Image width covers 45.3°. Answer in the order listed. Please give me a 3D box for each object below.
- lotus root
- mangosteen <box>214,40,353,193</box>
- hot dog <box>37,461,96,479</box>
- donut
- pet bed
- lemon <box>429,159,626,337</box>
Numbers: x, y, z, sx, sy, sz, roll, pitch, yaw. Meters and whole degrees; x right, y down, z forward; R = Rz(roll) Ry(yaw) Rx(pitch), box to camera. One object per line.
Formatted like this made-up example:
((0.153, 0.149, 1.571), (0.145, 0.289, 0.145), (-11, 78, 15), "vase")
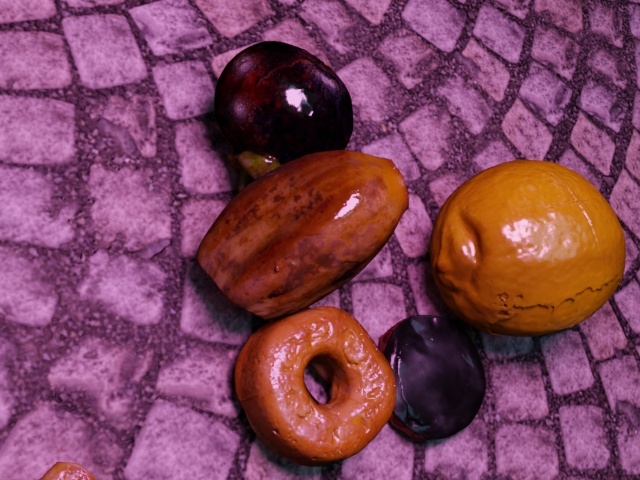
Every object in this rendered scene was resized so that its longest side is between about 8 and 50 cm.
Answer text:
((-0.014, -0.012, 1.054), (0.291, 0.193, 0.193), (-35, 91, 1), "lotus root")
((-0.060, -0.179, 1.124), (0.216, 0.216, 0.216), (10, 68, -25), "mangosteen")
((-0.359, 0.370, 0.839), (0.083, 0.068, 0.289), (35, 61, 14), "hot dog")
((-0.005, 0.199, 1.060), (0.227, 0.114, 0.226), (9, 70, -25), "donut")
((0.171, 0.207, 1.185), (0.201, 0.053, 0.201), (9, 70, -25), "pet bed")
((0.318, 0.015, 1.199), (0.297, 0.297, 0.297), (10, 68, -25), "lemon")
